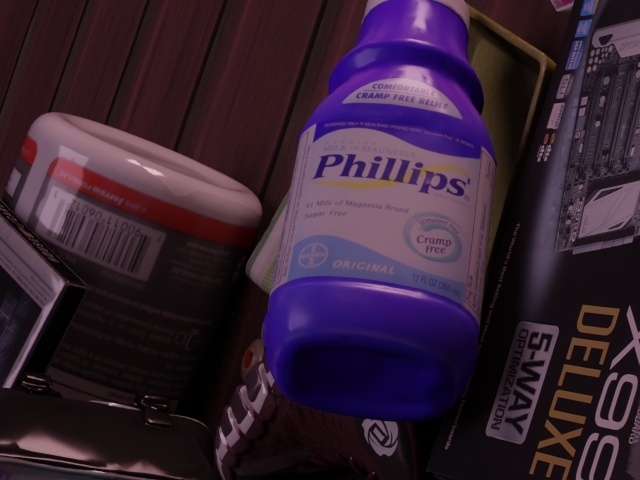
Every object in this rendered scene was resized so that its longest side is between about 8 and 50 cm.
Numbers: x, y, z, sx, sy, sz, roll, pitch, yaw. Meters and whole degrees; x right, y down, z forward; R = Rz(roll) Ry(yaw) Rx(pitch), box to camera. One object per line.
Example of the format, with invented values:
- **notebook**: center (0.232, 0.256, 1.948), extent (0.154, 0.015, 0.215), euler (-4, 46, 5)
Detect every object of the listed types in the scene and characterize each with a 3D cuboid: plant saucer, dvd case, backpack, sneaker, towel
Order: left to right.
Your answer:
- **dvd case**: center (-0.286, 0.094, 1.405), extent (0.179, 0.029, 0.239), euler (39, 104, 42)
- **backpack**: center (-0.191, 0.257, 1.325), extent (0.191, 0.225, 0.253), euler (-109, 36, -54)
- **towel**: center (0.000, 0.000, 1.354), extent (0.113, 0.023, 0.152), euler (-61, 27, 1)
- **sneaker**: center (0.023, 0.138, 1.128), extent (0.162, 0.106, 0.281), euler (56, 148, 28)
- **plant saucer**: center (0.102, -0.049, 1.131), extent (0.188, 0.045, 0.188), euler (-129, 49, -63)

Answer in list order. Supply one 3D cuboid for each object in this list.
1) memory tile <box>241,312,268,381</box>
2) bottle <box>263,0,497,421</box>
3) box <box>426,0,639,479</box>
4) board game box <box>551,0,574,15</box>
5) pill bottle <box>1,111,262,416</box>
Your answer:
- **memory tile**: center (-0.025, 0.098, 1.355), extent (0.113, 0.012, 0.148), euler (-57, 27, 25)
- **bottle**: center (0.042, -0.033, 1.023), extent (0.092, 0.118, 0.283), euler (96, -176, -52)
- **box**: center (0.185, 0.003, 0.912), extent (0.242, 0.076, 0.307), euler (5, 75, 66)
- **board game box**: center (0.208, -0.405, 1.211), extent (0.390, 0.050, 0.390), euler (-57, 28, 26)
- **pill bottle**: center (-0.207, 0.093, 1.497), extent (0.363, 0.210, 0.210), euler (-67, 25, 6)
